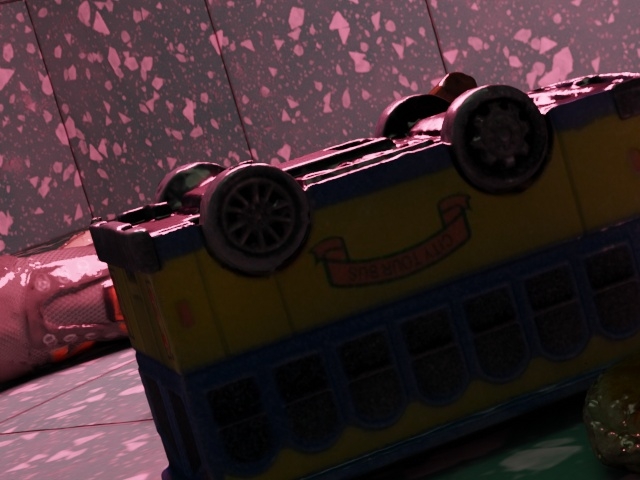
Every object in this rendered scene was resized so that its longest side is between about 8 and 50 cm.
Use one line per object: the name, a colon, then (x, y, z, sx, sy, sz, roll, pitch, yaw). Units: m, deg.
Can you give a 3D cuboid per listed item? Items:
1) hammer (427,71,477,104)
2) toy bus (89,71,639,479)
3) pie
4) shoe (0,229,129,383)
hammer: (0.000, 0.000, 1.182, 0.111, 0.043, 0.365, -13, -25, -44)
toy bus: (0.044, 0.022, 0.924, 0.312, 0.190, 0.152, -19, 7, -16)
pie: (0.216, 0.066, 0.789, 0.186, 0.041, 0.187, -16, 8, 2)
shoe: (-0.233, 0.064, 1.628, 0.171, 0.132, 0.336, -2, 10, 30)
